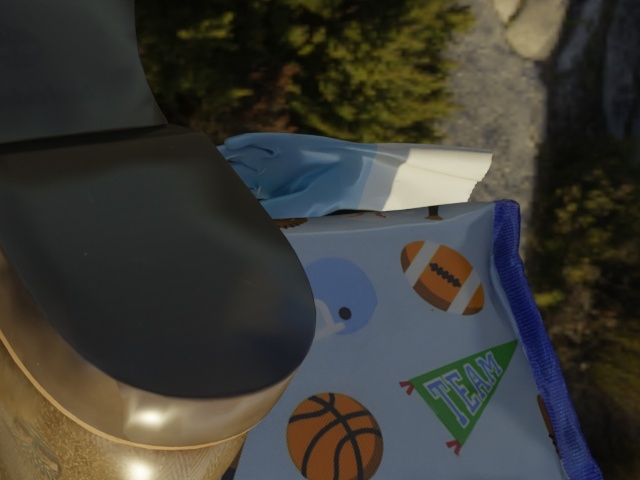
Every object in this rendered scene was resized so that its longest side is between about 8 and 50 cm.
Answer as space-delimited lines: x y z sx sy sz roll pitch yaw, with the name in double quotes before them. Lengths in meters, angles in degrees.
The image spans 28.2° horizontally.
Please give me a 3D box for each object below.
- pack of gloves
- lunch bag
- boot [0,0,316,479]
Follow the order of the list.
"pack of gloves" 0.000 0.000 1.002 0.232 0.195 0.046 4 49 -14
"lunch bag" -0.066 0.133 0.820 0.327 0.385 0.239 -3 65 -17
"boot" -0.111 -0.036 0.415 0.112 0.305 0.115 -5 140 -33
